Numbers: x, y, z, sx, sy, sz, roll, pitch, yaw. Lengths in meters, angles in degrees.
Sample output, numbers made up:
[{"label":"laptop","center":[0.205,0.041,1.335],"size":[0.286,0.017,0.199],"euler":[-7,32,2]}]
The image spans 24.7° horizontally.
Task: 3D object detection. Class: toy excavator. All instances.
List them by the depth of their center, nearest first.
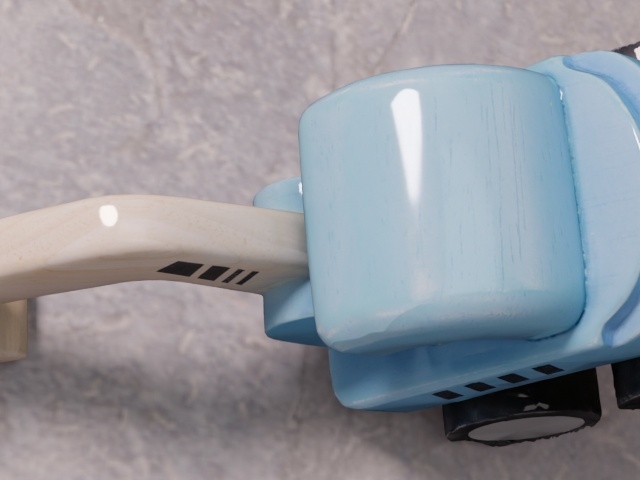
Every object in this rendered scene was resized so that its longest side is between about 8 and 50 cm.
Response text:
[{"label":"toy excavator","center":[0.000,0.000,0.900],"size":[0.445,0.433,0.222],"euler":[12,67,-41]}]
